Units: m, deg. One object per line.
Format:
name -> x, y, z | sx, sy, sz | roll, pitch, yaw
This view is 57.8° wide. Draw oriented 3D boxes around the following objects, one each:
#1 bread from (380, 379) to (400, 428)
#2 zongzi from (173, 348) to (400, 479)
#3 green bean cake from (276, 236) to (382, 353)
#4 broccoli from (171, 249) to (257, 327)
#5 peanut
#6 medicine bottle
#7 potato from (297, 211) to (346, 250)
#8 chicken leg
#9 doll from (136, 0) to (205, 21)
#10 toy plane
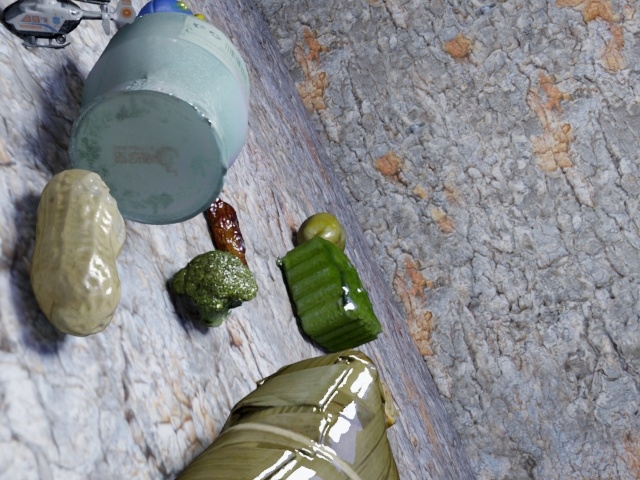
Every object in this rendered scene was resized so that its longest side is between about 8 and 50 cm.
bread -> 0.153, 0.429, 1.538 | 0.122, 0.073, 0.149 | 56, 14, -23
zongzi -> -0.039, 0.436, 0.653 | 0.467, 0.218, 0.500 | -31, 107, -53
green bean cake -> 0.030, 0.137, 1.456 | 0.247, 0.156, 0.250 | 48, 19, -55
broccoli -> -0.163, 0.074, 0.903 | 0.130, 0.131, 0.120 | -74, 176, -76
peanut -> -0.267, 0.012, 0.642 | 0.098, 0.090, 0.214 | 64, 10, -51
medicine bottle -> -0.229, -0.180, 0.853 | 0.245, 0.245, 0.290 | 55, 16, -31
potato -> 0.005, -0.001, 1.678 | 0.154, 0.137, 0.200 | 66, 11, 12
chicken leg -> -0.174, 0.001, 1.143 | 0.219, 0.048, 0.089 | 67, 16, 17
doll -> -0.291, -0.408, 1.265 | 0.242, 0.159, 0.311 | 57, 10, -22
toy plane -> -0.363, -0.320, 0.823 | 0.078, 0.197, 0.053 | 108, -29, -50
